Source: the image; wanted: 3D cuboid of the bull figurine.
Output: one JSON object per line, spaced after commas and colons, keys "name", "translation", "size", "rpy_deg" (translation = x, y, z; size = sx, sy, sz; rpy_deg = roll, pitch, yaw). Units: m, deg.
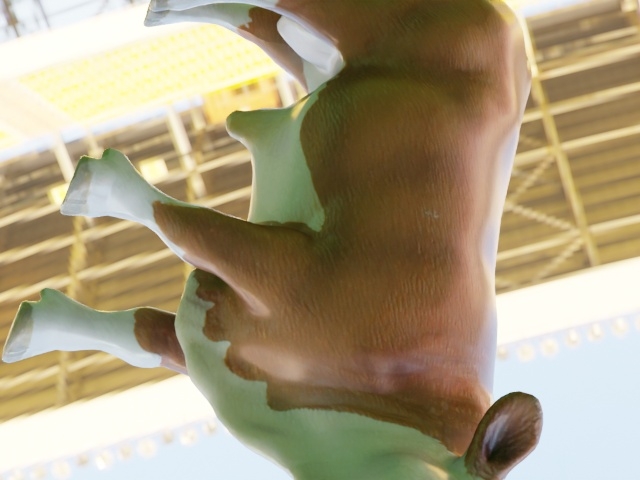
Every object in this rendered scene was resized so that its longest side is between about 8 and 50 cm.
{"name": "bull figurine", "translation": [0.000, 0.000, 0.553], "size": [0.188, 0.101, 0.310], "rpy_deg": [22, -133, -9]}
